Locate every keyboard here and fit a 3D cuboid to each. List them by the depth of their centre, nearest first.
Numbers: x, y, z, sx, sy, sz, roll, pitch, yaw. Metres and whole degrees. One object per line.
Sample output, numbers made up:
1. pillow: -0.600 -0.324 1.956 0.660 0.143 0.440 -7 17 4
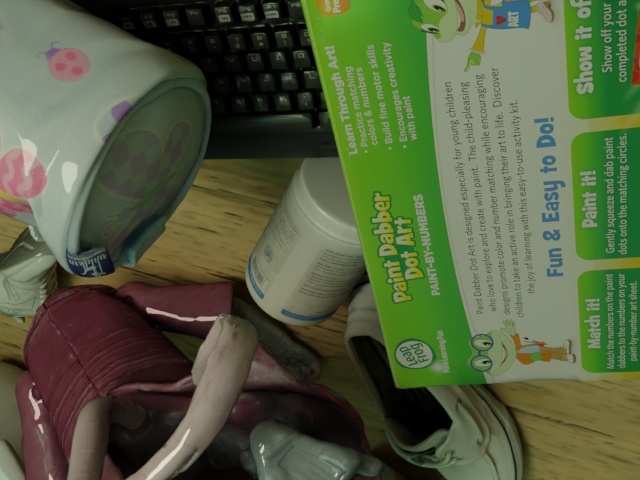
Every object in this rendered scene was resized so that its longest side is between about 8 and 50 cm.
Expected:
1. keyboard: -0.006 -0.124 0.404 0.317 0.033 0.201 -1 127 15

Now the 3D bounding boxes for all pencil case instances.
1. pencil case: -0.186 -0.090 0.398 0.273 0.113 0.124 31 158 8

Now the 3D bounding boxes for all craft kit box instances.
1. craft kit box: 0.137 -0.033 0.386 0.247 0.061 0.249 -6 126 13

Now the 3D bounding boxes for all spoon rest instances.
1. spoon rest: -0.294 0.184 0.740 0.137 0.084 0.276 65 168 -7

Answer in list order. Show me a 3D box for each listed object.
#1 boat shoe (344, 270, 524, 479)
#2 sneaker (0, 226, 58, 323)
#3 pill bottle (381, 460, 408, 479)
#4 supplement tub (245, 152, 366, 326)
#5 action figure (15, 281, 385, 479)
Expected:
1. boat shoe: 0.073 0.123 0.575 0.083 0.076 0.226 -16 118 37
2. sneaker: -0.246 0.030 0.692 0.061 0.053 0.152 41 141 -21
3. pill bottle: 0.103 0.320 0.674 0.272 0.152 0.152 40 135 -8
4. supplement tub: 0.000 0.000 0.515 0.071 0.071 0.107 33 135 -1
5. action figure: -0.136 0.124 0.540 0.370 0.248 0.276 34 170 44
